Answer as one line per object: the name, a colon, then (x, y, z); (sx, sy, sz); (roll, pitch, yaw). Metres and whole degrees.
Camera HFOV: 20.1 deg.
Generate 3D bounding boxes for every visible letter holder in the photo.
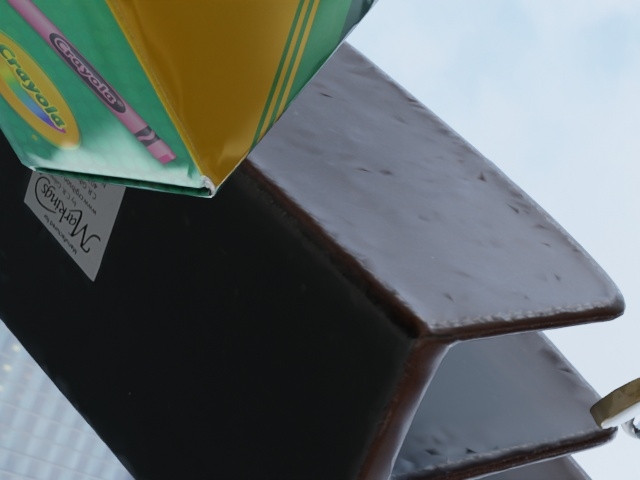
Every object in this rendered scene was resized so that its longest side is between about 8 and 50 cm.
letter holder: (0.000, 0.000, 0.778); (0.302, 0.214, 0.152); (44, -55, 36)

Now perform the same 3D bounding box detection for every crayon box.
crayon box: (-0.065, -0.169, 0.463); (0.081, 0.278, 0.165); (9, -131, 40)

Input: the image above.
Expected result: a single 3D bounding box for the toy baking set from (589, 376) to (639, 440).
toy baking set: (0.201, 0.024, 0.733); (0.197, 0.256, 0.030); (-30, -109, 10)
